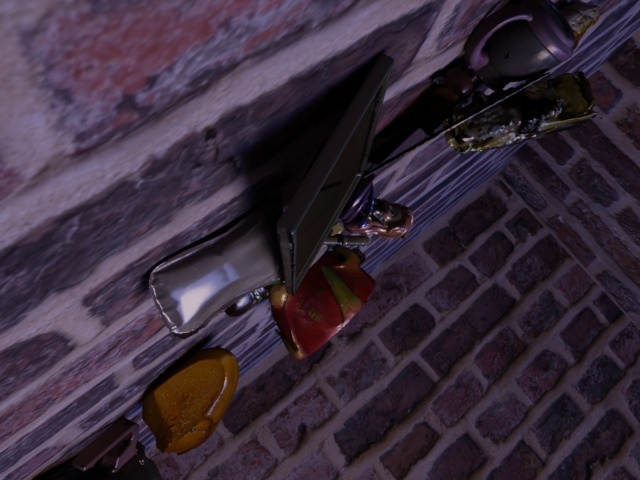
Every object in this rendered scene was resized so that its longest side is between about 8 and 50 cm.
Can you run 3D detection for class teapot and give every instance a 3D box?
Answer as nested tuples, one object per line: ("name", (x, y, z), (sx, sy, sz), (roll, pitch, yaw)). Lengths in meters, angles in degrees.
("teapot", (-0.562, 0.643, 1.530), (0.362, 0.305, 0.376), (-40, 147, -69))
("teapot", (0.297, -0.291, 0.948), (0.146, 0.116, 0.148), (-34, 180, 38))

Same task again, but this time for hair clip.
("hair clip", (-0.025, 0.010, 1.239), (0.159, 0.071, 0.218), (-39, 175, -22))

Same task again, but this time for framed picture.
("framed picture", (0.014, -0.065, 0.847), (0.247, 0.022, 0.335), (-60, 173, -15))

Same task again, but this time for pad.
("pad", (0.231, -0.199, 1.077), (0.330, 0.004, 0.220), (-28, -175, 18))

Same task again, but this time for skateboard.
("skateboard", (0.203, -0.234, 1.027), (0.080, 0.067, 0.151), (-47, 179, -22))

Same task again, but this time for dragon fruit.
("dragon fruit", (-0.010, 0.134, 1.546), (0.290, 0.189, 0.290), (-42, 179, -1))

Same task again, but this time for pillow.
("pillow", (-0.129, 0.040, 0.868), (0.232, 0.038, 0.131), (-33, 129, -32))

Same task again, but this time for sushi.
("sushi", (0.380, -0.261, 1.213), (0.290, 0.139, 0.131), (-15, 171, 8))

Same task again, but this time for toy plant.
("toy plant", (-0.101, 0.042, 0.977), (0.162, 0.093, 0.093), (-38, 171, -15))

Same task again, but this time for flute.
("flute", (0.000, 0.000, 1.109), (0.233, 0.027, 0.027), (1, 145, -39))

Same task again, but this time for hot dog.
("hot dog", (0.441, -0.383, 1.190), (0.268, 0.075, 0.144), (-35, 170, -33))

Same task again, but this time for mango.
("mango", (-0.313, 0.379, 1.517), (0.350, 0.201, 0.199), (-53, -157, 24))

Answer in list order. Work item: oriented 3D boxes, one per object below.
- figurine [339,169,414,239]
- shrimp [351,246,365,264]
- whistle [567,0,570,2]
("figurine", (0.097, -0.052, 1.167), (0.114, 0.157, 0.126), (-40, -148, 20))
("shrimp", (0.027, 0.104, 1.914), (0.253, 0.058, 0.173), (-30, 174, -35))
("whistle", (0.511, -0.460, 1.077), (0.158, 0.090, 0.090), (-44, 170, 18))
